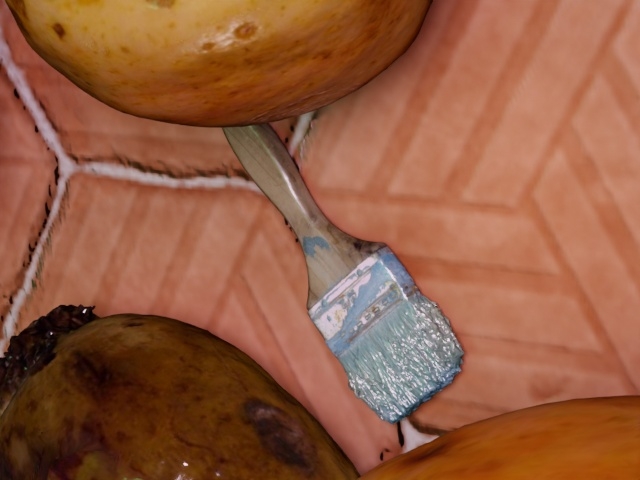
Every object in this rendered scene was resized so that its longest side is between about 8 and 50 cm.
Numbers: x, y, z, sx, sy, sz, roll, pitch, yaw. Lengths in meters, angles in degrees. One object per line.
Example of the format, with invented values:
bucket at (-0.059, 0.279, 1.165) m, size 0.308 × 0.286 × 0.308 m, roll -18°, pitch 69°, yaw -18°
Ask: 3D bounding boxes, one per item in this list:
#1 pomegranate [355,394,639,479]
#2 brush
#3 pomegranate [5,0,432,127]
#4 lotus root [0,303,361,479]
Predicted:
pomegranate at (0.120, 0.252, 0.680) m, size 0.410 × 0.410 × 0.410 m, roll 11°, pitch 109°, yaw 34°
brush at (0.000, 0.000, 0.905) m, size 0.070 × 0.021 × 0.196 m, roll -42°, pitch 75°, yaw 37°
pomegranate at (-0.034, -0.148, 0.774) m, size 0.215 × 0.215 × 0.215 m, roll 11°, pitch 109°, yaw 34°
lotus root at (-0.066, 0.142, 0.913) m, size 0.314 × 0.141 × 0.169 m, roll 36°, pitch 126°, yaw 22°
